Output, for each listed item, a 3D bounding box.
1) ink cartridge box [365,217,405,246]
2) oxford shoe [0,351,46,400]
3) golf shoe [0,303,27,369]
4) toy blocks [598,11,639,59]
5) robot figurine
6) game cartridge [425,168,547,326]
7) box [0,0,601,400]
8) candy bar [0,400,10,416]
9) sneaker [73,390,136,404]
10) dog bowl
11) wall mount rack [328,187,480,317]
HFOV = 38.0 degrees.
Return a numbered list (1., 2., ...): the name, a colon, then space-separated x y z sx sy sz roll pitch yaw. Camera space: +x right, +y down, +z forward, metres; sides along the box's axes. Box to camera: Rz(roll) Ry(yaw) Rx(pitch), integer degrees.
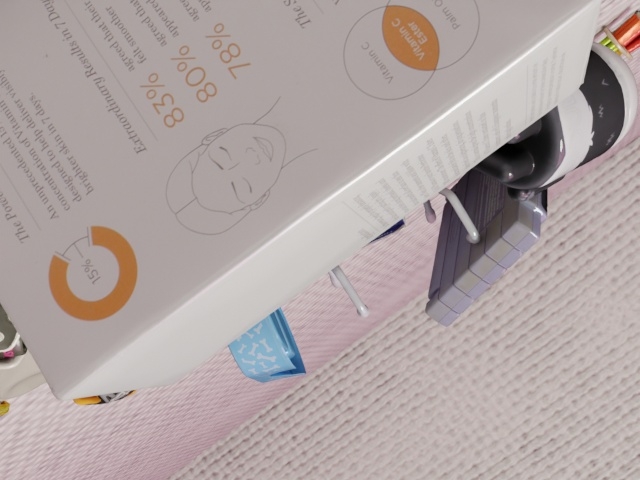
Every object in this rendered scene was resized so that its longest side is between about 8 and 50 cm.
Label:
1. ink cartridge box: 0.000 0.000 1.186 0.223 0.045 0.224 -22 -177 4
2. oxford shoe: -0.157 0.054 1.006 0.449 0.130 0.169 -31 168 -11
3. golf shoe: -0.284 0.051 0.692 0.272 0.120 0.105 -28 167 -23
4. toy blocks: 0.474 -0.315 1.423 0.148 0.054 0.123 -40 167 22
5. robot figurine: 0.305 -0.173 1.261 0.278 0.174 0.209 -26 171 -34
6. game cartridge: 0.272 -0.044 1.485 0.230 0.068 0.355 -45 -166 34
7. box: -0.042 -0.092 0.561 0.345 0.215 0.168 -36 168 6
8. candy bar: -0.443 0.223 1.132 0.040 0.018 0.161 -36 168 21
9. sneaker: -0.271 0.172 1.248 0.083 0.084 0.215 -18 160 -39
10. dog bowl: -0.093 0.135 1.405 0.074 0.166 0.297 -24 167 1
11. wall mount rack: 0.103 -0.003 1.475 0.350 0.130 0.304 -33 -167 -2
